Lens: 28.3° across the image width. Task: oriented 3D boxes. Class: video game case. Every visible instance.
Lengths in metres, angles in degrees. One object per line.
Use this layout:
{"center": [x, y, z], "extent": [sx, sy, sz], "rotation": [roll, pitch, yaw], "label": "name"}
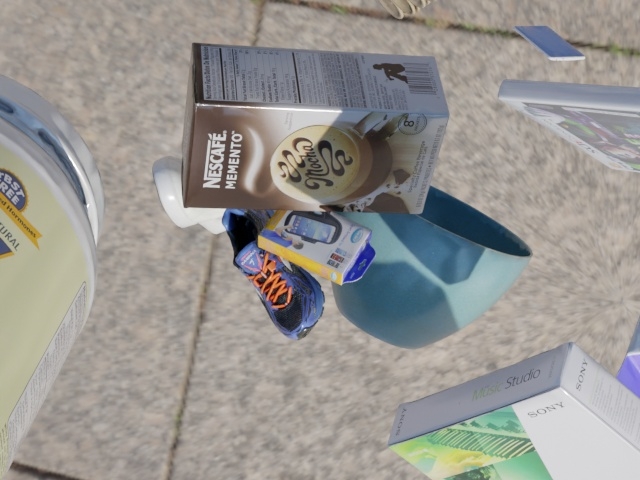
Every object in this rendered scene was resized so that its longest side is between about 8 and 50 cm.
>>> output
{"center": [0.271, -0.089, 1.066], "extent": [0.190, 0.173, 0.022], "rotation": [13, 81, 52], "label": "video game case"}

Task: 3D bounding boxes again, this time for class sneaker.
{"center": [-0.071, 0.039, 1.642], "extent": [0.083, 0.087, 0.221], "rotation": [-45, 54, 20], "label": "sneaker"}
{"center": [-0.152, -0.081, 1.855], "extent": [0.123, 0.290, 0.106], "rotation": [-20, 82, 12], "label": "sneaker"}

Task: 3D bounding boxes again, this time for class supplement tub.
{"center": [-0.279, 0.048, 0.797], "extent": [0.235, 0.325, 0.235], "rotation": [5, 125, 8], "label": "supplement tub"}

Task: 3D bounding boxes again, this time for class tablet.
{"center": [0.270, -0.234, 1.501], "extent": [0.083, 0.054, 0.006], "rotation": [52, 138, 45], "label": "tablet"}

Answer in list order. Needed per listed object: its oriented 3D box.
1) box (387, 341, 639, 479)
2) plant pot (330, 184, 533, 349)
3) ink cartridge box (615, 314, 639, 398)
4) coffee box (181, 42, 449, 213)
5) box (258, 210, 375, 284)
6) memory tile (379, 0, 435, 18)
{"center": [0.254, 0.235, 1.206], "extent": [0.322, 0.058, 0.232], "rotation": [39, 140, -18], "label": "box"}
{"center": [0.123, 0.036, 1.785], "extent": [0.290, 0.290, 0.195], "rotation": [30, 103, 13], "label": "plant pot"}
{"center": [0.452, 0.151, 1.586], "extent": [0.045, 0.206, 0.208], "rotation": [3, 56, 43], "label": "ink cartridge box"}
{"center": [-0.014, -0.130, 1.520], "extent": [0.297, 0.168, 0.119], "rotation": [1, 46, -10], "label": "coffee box"}
{"center": [0.000, 0.000, 1.582], "extent": [0.136, 0.028, 0.081], "rotation": [23, 56, 16], "label": "box"}
{"center": [0.056, -0.252, 1.149], "extent": [0.012, 0.148, 0.113], "rotation": [-44, 100, -8], "label": "memory tile"}
